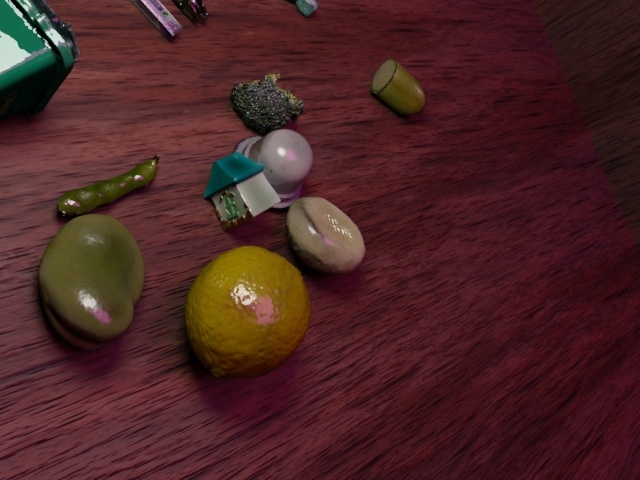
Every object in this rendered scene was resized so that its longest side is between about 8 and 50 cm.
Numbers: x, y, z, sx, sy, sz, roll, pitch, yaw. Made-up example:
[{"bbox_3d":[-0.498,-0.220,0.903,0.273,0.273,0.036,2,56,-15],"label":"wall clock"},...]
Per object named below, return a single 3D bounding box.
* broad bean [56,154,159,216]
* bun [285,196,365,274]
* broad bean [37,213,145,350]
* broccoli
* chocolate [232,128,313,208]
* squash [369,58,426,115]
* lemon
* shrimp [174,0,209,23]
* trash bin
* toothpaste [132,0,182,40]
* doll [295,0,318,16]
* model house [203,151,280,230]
[{"bbox_3d":[-0.412,-0.104,1.287,0.052,0.052,0.256,31,42,20],"label":"broad bean"},{"bbox_3d":[0.000,0.000,1.570,0.222,0.127,0.222,32,30,-21],"label":"bun"},{"bbox_3d":[-0.414,0.070,1.184,0.189,0.121,0.263,20,45,-29],"label":"broad bean"},{"bbox_3d":[-0.131,-0.344,1.600,0.160,0.167,0.154,-104,175,-48],"label":"broccoli"},{"bbox_3d":[-0.086,-0.189,1.547,0.221,0.147,0.221,23,54,-37],"label":"chocolate"},{"bbox_3d":[0.250,-0.450,1.977,0.187,0.123,0.123,33,53,-27],"label":"squash"},{"bbox_3d":[-0.144,0.140,1.290,0.267,0.267,0.267,18,62,-36],"label":"lemon"},{"bbox_3d":[-0.408,-0.666,1.453,0.445,0.085,0.272,50,29,-30],"label":"shrimp"},{"bbox_3d":[-0.627,-0.295,1.035,0.295,0.259,0.381,51,50,-14],"label":"trash bin"},{"bbox_3d":[-0.402,-0.547,1.487,0.196,0.047,0.040,47,63,-18],"label":"toothpaste"},{"bbox_3d":[-0.066,-0.737,1.853,0.159,0.059,0.159,27,58,-32],"label":"doll"},{"bbox_3d":[-0.184,-0.116,1.442,0.100,0.127,0.148,-32,98,-45],"label":"model house"}]
